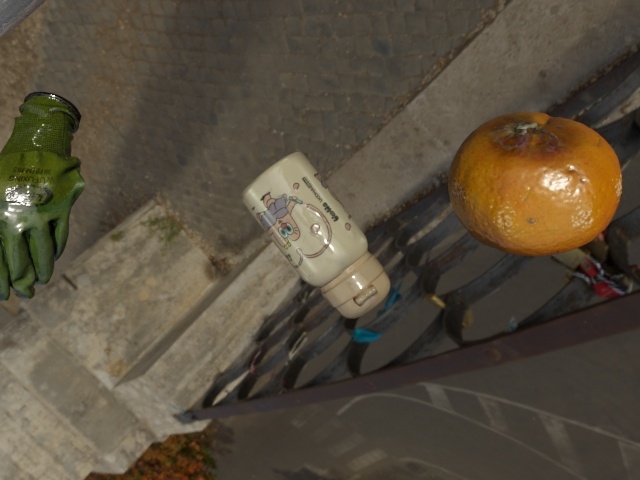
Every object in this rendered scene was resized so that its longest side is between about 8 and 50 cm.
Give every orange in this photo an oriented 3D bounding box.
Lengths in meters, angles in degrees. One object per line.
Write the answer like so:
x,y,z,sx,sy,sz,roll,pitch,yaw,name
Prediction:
0.290,-0.084,0.709,0.224,0.224,0.170,13,140,32,orange

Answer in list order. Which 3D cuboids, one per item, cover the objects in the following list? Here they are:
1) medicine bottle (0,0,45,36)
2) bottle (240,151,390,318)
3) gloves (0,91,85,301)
-0.276,-0.356,0.462,0.302,0.241,0.241,-31,107,18,medicine bottle
0.000,0.000,0.646,0.209,0.097,0.110,53,179,-1,bottle
-0.367,-0.057,0.647,0.136,0.267,0.107,5,171,-3,gloves
